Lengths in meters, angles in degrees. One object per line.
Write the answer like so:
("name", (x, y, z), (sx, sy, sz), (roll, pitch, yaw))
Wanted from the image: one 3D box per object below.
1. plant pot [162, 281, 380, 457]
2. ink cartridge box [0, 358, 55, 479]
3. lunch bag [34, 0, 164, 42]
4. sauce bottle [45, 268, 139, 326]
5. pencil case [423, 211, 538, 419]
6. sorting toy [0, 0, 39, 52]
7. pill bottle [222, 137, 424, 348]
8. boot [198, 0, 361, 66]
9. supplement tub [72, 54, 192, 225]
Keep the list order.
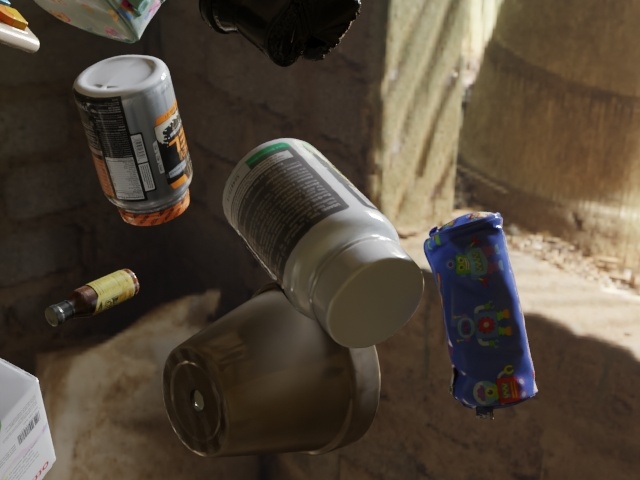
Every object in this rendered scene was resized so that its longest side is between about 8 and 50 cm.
("plant pot", (-0.105, 0.238, 1.668), (0.280, 0.323, 0.323), (-11, 25, -42))
("ink cartridge box", (-0.568, 0.359, 1.648), (0.117, 0.278, 0.201), (24, 51, 14))
("lunch bag", (-0.360, -0.409, 1.404), (0.224, 0.108, 0.279), (18, -17, 33))
("sauce bottle", (-0.291, 0.074, 1.235), (0.042, 0.042, 0.128), (19, 32, 36))
("pencil case", (0.240, 0.111, 1.480), (0.133, 0.306, 0.119), (-11, -1, 4))
("sorting toy", (-0.622, -0.434, 1.755), (0.193, 0.038, 0.208), (12, 33, -53))
("pill bottle", (0.000, 0.000, 1.576), (0.204, 0.204, 0.361), (-10, 37, -27))
("boot", (-0.008, -0.311, 1.185), (0.246, 0.094, 0.207), (-38, 40, -15))
("supplement tub", (-0.371, -0.199, 1.968), (0.194, 0.316, 0.193), (-5, 37, 4))
